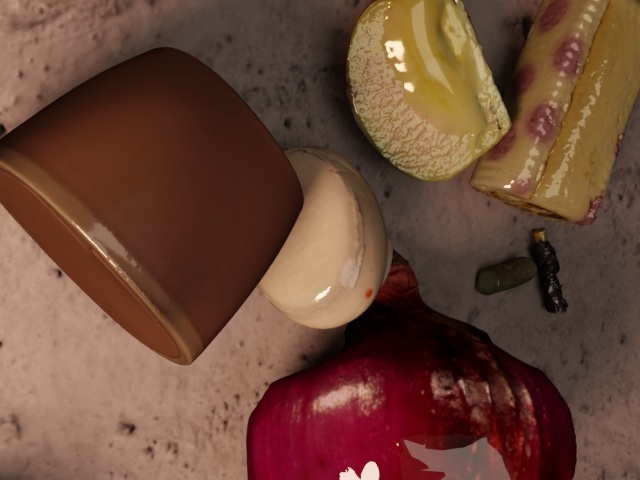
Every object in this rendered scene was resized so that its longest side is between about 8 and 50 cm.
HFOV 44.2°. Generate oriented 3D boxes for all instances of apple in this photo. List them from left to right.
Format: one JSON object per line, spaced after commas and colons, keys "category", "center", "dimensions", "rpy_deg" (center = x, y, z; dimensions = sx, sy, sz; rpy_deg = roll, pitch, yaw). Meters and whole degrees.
{"category": "apple", "center": [0.119, -0.209, 1.044], "dimensions": [0.193, 0.120, 0.265], "rpy_deg": [-32, 109, -8]}

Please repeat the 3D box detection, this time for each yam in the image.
{"category": "yam", "center": [0.286, 0.054, 1.213], "dimensions": [0.094, 0.043, 0.043], "rpy_deg": [-14, 104, -27]}

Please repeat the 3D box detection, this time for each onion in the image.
{"category": "onion", "center": [0.103, 0.192, 0.987], "dimensions": [0.398, 0.398, 0.420], "rpy_deg": [10, 67, -29]}

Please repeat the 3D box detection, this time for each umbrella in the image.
{"category": "umbrella", "center": [0.363, 0.050, 1.256], "dimensions": [0.037, 0.040, 0.144], "rpy_deg": [-22, 106, -15]}

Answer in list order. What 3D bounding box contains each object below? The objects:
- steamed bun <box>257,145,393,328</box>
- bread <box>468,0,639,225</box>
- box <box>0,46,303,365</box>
{"category": "steamed bun", "center": [0.000, 0.000, 0.967], "dimensions": [0.177, 0.228, 0.130], "rpy_deg": [-33, 152, 20]}
{"category": "bread", "center": [0.358, -0.202, 1.150], "dimensions": [0.187, 0.155, 0.338], "rpy_deg": [22, 89, -21]}
{"category": "box", "center": [-0.177, -0.046, 0.826], "dimensions": [0.216, 0.301, 0.301], "rpy_deg": [-49, 116, -21]}
